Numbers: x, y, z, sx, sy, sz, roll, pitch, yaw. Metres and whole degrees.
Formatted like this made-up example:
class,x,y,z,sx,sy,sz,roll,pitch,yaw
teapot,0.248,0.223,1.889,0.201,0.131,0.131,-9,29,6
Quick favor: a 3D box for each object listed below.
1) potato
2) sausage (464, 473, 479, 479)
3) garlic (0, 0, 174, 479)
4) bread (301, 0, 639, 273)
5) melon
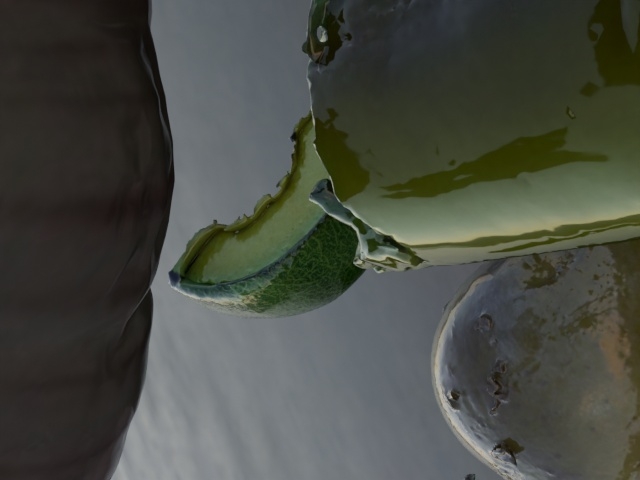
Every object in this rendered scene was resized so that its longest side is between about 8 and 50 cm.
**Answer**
class,x,y,z,sx,sy,sz,roll,pitch,yaw
potato,0.333,0.103,1.834,0.319,0.442,0.385,46,-179,-30
sausage,0.148,0.290,1.018,0.033,0.033,0.269,4,114,65
garlic,-0.181,-0.021,0.408,0.318,0.259,0.317,6,107,22
bread,0.169,-0.116,0.708,0.377,0.251,0.208,-6,120,45
melon,0.000,0.000,1.433,0.129,0.265,0.169,37,175,44
